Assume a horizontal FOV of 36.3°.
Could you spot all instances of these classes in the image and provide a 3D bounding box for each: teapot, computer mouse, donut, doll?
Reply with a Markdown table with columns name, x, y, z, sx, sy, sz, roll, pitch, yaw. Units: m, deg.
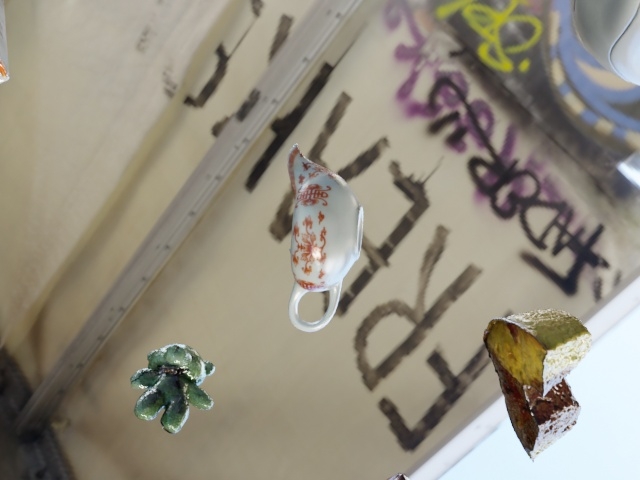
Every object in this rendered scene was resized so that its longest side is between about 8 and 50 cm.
| name | x | y | z | sx | sy | sz | roll | pitch | yaw |
| --- | --- | --- | --- | --- | --- | --- | --- | --- | --- |
| teapot | 0.000 | 0.000 | 1.296 | 0.116 | 0.245 | 0.159 | 7 | 178 | -6 |
| computer mouse | 0.339 | -0.283 | 1.096 | 0.297 | 0.121 | 0.184 | 32 | -138 | -63 |
| donut | 0.332 | 0.192 | 1.495 | 0.112 | 0.295 | 0.151 | -20 | -134 | -15 |
| doll | -0.194 | 0.189 | 1.290 | 0.115 | 0.077 | 0.150 | 15 | -147 | -4 |

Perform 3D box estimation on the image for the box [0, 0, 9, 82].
| name | x | y | z | sx | sy | sz | roll | pitch | yaw |
| --- | --- | --- | --- | --- | --- | --- | --- | --- | --- |
| box | -0.204 | -0.148 | 0.541 | 0.218 | 0.039 | 0.055 | -117 | 3 | -53 |

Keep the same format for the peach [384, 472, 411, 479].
| name | x | y | z | sx | sy | sz | roll | pitch | yaw |
| --- | --- | --- | --- | --- | --- | --- | --- | --- | --- |
| peach | 0.135 | 0.542 | 1.584 | 0.281 | 0.338 | 0.281 | 11 | -167 | -3 |
